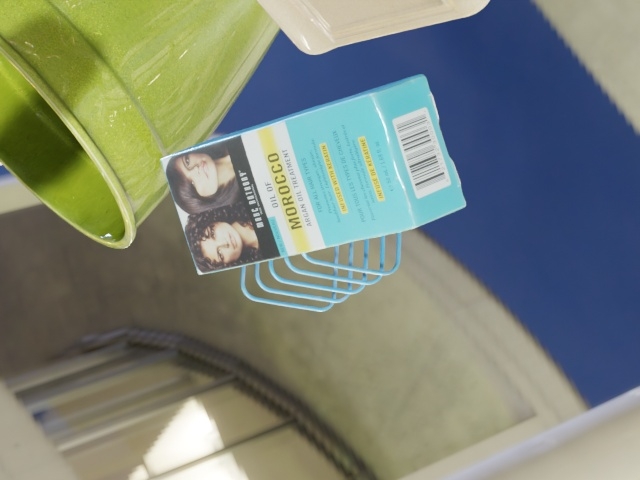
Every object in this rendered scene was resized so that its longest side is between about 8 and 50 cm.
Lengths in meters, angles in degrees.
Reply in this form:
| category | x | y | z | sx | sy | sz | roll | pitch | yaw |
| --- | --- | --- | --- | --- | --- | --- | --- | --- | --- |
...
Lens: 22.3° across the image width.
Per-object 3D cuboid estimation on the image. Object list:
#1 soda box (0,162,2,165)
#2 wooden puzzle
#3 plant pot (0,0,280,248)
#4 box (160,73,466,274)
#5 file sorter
| category | x | y | z | sx | sy | sz | roll | pitch | yaw |
| --- | --- | --- | --- | --- | --- | --- | --- | --- | --- |
| soda box | -0.378 | -0.145 | 2.045 | 0.069 | 0.216 | 0.074 | -24 | -90 | 56 |
| wooden puzzle | 0.004 | -0.257 | 1.323 | 0.221 | 0.044 | 0.238 | 47 | -30 | -23 |
| plant pot | -0.210 | -0.243 | 1.773 | 0.366 | 0.353 | 0.366 | 41 | -18 | 16 |
| box | -0.011 | -0.045 | 1.204 | 0.244 | 0.060 | 0.101 | -13 | -83 | 47 |
| file sorter | 0.000 | 0.000 | 1.670 | 0.170 | 0.118 | 0.105 | 146 | -50 | -61 |
